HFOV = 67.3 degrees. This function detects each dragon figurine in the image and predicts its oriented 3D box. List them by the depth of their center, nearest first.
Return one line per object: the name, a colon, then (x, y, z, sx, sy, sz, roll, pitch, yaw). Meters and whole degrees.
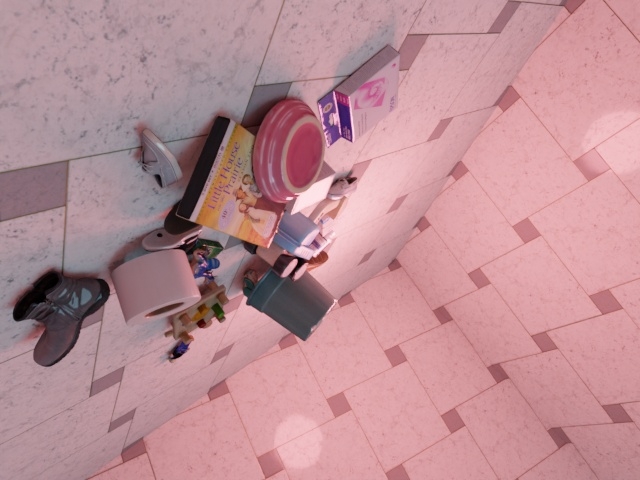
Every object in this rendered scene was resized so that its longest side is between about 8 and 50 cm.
dragon figurine: (-0.419, 0.074, 1.723, 0.144, 0.085, 0.289, -28, 159, -39)

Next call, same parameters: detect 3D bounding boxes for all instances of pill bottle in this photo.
pill bottle: (0.000, 0.000, 2.539, 0.169, 0.094, 0.094, -43, 162, 2)

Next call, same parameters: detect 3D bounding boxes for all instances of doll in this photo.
doll: (-0.705, 0.555, 2.421, 0.189, 0.046, 0.129, -50, 159, 21)

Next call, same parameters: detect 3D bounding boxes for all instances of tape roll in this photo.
tape roll: (-0.531, 0.151, 1.560, 0.246, 0.169, 0.246, -21, 169, -4)

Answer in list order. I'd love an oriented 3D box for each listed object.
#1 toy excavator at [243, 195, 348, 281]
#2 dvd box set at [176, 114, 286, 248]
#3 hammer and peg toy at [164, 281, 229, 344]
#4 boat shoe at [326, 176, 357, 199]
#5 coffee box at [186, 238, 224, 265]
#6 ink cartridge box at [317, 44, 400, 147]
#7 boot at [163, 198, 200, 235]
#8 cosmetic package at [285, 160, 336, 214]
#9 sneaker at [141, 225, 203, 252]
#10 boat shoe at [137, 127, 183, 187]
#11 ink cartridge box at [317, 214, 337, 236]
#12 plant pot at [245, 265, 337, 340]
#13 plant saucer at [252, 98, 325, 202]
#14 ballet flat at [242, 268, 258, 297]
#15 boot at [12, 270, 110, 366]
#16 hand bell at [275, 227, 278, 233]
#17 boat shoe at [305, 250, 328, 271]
toy excavator: (-0.065, -0.057, 2.141, 0.445, 0.222, 0.433, -53, 162, 4)
dvd box set: (-0.233, -0.160, 1.490, 0.420, 0.062, 0.307, 27, 84, -63)
hammer and peg toy: (-0.549, 0.353, 2.152, 0.266, 0.127, 0.361, -30, 158, -32)
boat shoe: (0.095, -0.252, 2.222, 0.226, 0.083, 0.075, -28, 139, -52)
coffee box: (-0.454, 0.047, 1.798, 0.113, 0.040, 0.184, -46, 161, 12)
ink cartridge box: (0.151, -0.499, 1.768, 0.330, 0.071, 0.324, -42, 162, -6)
boot: (-0.360, -0.109, 1.545, 0.305, 0.112, 0.115, -40, 168, -16)
cosmetic package: (-0.071, -0.223, 1.798, 0.184, 0.151, 0.151, -29, 158, -33)
sneaker: (-0.489, 0.015, 1.589, 0.217, 0.079, 0.121, -26, 155, -42)
boat shoe: (-0.422, -0.200, 1.242, 0.081, 0.079, 0.227, -42, 166, -14)
ink cartridge box: (0.031, -0.104, 2.423, 0.104, 0.060, 0.180, -37, 161, -17)
plant pot: (-0.122, 0.283, 2.308, 0.341, 0.334, 0.341, -49, 171, -11)
plant saucer: (-0.082, -0.277, 1.531, 0.332, 0.084, 0.332, -38, 137, -48)
ballet flat: (-0.335, 0.211, 2.361, 0.077, 0.091, 0.241, -62, 177, -29)
boot: (-0.804, 0.228, 1.410, 0.338, 0.118, 0.223, -55, 158, 3)
hand bell: (-0.145, -0.157, 1.913, 0.242, 0.126, 0.126, -52, 163, -7)
boat shoe: (-0.095, 0.128, 2.638, 0.307, 0.110, 0.104, -14, 152, -37)
